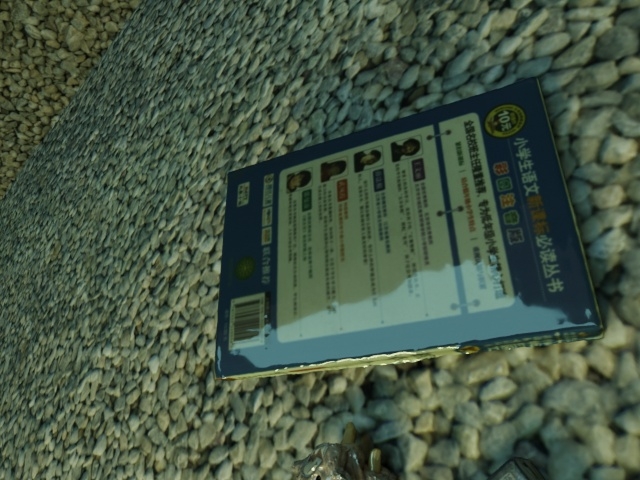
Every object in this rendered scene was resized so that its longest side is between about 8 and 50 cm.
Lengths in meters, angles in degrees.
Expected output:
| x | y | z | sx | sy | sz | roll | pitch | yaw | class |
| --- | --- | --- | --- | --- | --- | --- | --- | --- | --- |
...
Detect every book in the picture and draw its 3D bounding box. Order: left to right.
| x | y | z | sx | sy | sz | roll | pitch | yaw | class |
| --- | --- | --- | --- | --- | --- | --- | --- | --- | --- |
| 0.064 | -0.006 | 0.615 | 0.427 | 0.039 | 0.300 | -12 | 62 | 23 | book |

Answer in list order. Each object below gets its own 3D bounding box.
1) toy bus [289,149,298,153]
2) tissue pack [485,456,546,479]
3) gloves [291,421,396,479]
| x | y | z | sx | sy | sz | roll | pitch | yaw | class |
| --- | --- | --- | --- | --- | --- | --- | --- | --- | --- |
| 0.000 | 0.000 | 0.726 | 0.112 | 0.090 | 0.274 | -11 | 64 | 35 | toy bus |
| 0.158 | 0.286 | 0.460 | 0.156 | 0.051 | 0.112 | -51 | 41 | 15 | tissue pack |
| 0.022 | 0.284 | 0.571 | 0.110 | 0.094 | 0.144 | -48 | 51 | 34 | gloves |
